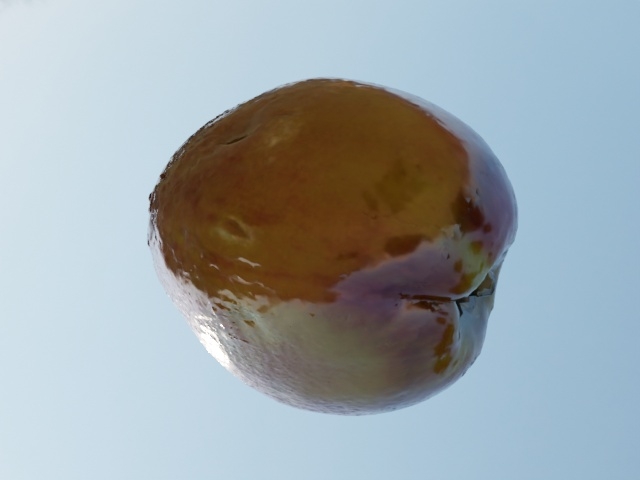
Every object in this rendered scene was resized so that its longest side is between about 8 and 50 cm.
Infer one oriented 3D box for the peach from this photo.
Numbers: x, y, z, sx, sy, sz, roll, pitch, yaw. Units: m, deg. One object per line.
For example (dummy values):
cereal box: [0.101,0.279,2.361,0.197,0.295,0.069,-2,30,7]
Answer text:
peach: [0.000,0.000,0.724,0.281,0.281,0.238,25,-81,56]
